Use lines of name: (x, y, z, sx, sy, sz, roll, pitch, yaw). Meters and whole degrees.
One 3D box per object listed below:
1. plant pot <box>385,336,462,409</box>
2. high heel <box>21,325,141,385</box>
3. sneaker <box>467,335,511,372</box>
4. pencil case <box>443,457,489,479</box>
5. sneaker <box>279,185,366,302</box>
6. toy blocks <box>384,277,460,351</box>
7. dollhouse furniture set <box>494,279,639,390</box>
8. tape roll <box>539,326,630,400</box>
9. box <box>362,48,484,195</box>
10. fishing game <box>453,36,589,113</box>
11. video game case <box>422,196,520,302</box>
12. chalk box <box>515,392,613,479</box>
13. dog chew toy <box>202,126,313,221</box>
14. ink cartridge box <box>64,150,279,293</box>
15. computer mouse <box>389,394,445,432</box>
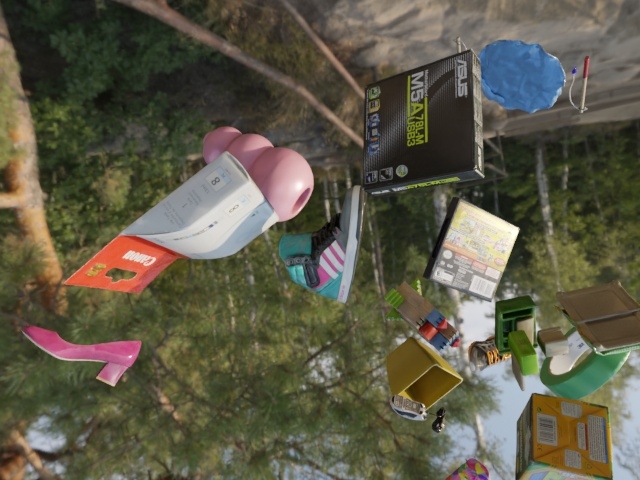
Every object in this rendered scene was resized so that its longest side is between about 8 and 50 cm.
plant pot: (0.379, 0.505, 1.840, 0.212, 0.212, 0.187, -45, -143, 14)
high heel: (-0.544, 0.231, 1.090, 0.117, 0.244, 0.082, -61, -161, -22)
sneaker: (0.509, 0.333, 1.401, 0.215, 0.084, 0.083, -16, -173, -42)
pencil case: (0.509, 0.891, 1.725, 0.104, 0.104, 0.236, -27, 152, -55)
sneaker: (0.000, 0.000, 1.052, 0.179, 0.295, 0.123, 12, -148, 5)
toy blocks: (0.395, 0.303, 1.756, 0.191, 0.261, 0.381, -46, 153, -2)
dollhouse furniture set: (0.583, 0.228, 1.092, 0.302, 0.151, 0.197, -13, -148, 6)
tape roll: (0.883, 0.388, 1.587, 0.321, 0.077, 0.321, -48, 172, -9)
box: (0.154, -0.174, 0.730, 0.184, 0.190, 0.045, -6, 165, 39)
fishing game: (0.401, -0.332, 0.951, 0.264, 0.189, 0.041, 23, -109, 34)
video game case: (0.452, 0.034, 1.402, 0.275, 0.248, 0.035, 20, -179, -28)
chalk box: (0.613, 0.546, 1.226, 0.179, 0.289, 0.180, 7, -127, 17)
dog chew toy: (-0.185, -0.198, 1.306, 0.332, 0.206, 0.206, 35, -157, 10)
ink cartridge box: (-0.282, 0.008, 0.999, 0.385, 0.091, 0.308, -40, 170, -3)
computer mouse: (0.318, 0.570, 1.571, 0.193, 0.042, 0.106, 18, -152, 9)
